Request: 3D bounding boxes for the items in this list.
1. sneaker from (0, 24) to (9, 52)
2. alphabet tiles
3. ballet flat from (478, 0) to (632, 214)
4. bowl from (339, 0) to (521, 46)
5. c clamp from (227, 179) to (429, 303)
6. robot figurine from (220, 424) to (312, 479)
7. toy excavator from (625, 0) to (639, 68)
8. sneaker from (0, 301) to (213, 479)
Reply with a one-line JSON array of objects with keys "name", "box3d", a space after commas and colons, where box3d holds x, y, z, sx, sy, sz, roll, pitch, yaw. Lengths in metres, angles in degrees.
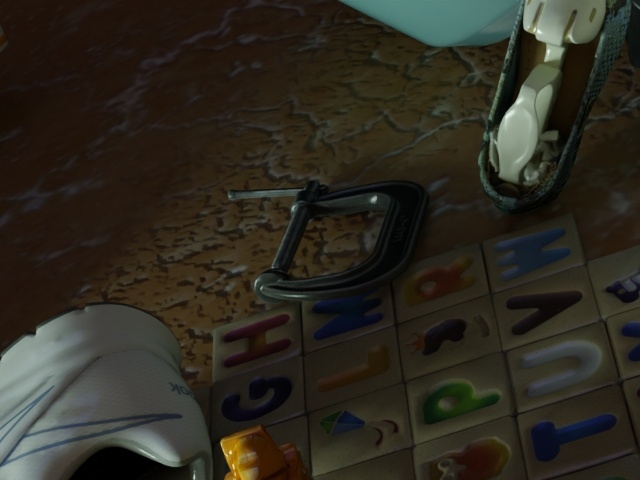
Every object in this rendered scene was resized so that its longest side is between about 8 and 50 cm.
[{"name": "sneaker", "box3d": [-0.380, -0.110, 1.572, 0.321, 0.127, 0.126, -35, 15, 33]}, {"name": "alphabet tiles", "box3d": [0.047, 0.095, 1.054, 0.342, 0.011, 0.285, -19, 31, 9]}, {"name": "ballet flat", "box3d": [0.136, -0.103, 1.143, 0.070, 0.188, 0.070, 11, 12, -2]}, {"name": "bowl", "box3d": [0.117, -0.251, 1.334, 0.311, 0.163, 0.311, -42, 14, 13]}, {"name": "c clamp", "box3d": [0.000, 0.000, 1.218, 0.137, 0.022, 0.161, -9, 26, 11]}, {"name": "robot figurine", "box3d": [-0.064, 0.218, 0.858, 0.211, 0.085, 0.291, -19, 35, 9]}, {"name": "toy excavator", "box3d": [0.409, -0.176, 1.060, 0.445, 0.222, 0.433, -14, 32, 0]}, {"name": "sneaker", "box3d": [-0.190, 0.149, 1.038, 0.297, 0.111, 0.129, -35, 40, -5]}]
